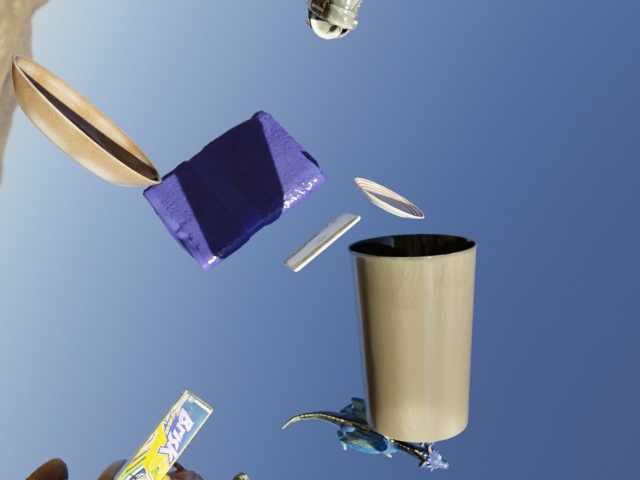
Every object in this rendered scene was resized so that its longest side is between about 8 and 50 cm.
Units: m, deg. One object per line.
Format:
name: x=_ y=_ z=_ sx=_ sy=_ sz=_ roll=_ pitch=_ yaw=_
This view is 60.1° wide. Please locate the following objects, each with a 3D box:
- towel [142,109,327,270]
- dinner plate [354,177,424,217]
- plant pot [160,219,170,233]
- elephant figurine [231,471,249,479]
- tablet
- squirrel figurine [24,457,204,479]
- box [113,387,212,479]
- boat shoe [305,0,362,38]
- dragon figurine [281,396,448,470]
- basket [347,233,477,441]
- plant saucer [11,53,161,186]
towel: x=-0.169 y=-0.102 z=1.103 sx=0.308 sy=0.076 sz=0.227 roll=-38 pitch=-111 yaw=-10
dinner plate: x=0.120 y=-0.072 z=0.989 sx=0.017 sy=0.141 sz=0.141 roll=-63 pitch=-145 yaw=19
plant pot: x=-0.336 y=-0.055 z=1.441 sx=0.032 sy=0.236 sz=0.236 roll=-37 pitch=-135 yaw=24
elephant figurine: x=-0.156 y=0.598 z=1.018 sx=0.186 sy=0.169 sz=0.239 roll=-40 pitch=-155 yaw=18
tablet: x=0.000 y=0.000 z=0.554 sx=0.083 sy=0.006 sz=0.054 roll=-40 pitch=-165 yaw=-9
squirrel figurine: x=-0.381 y=0.536 z=0.941 sx=0.371 sy=0.397 sz=0.280 roll=-18 pitch=-90 yaw=17
box: x=-0.241 y=0.313 z=0.850 sx=0.168 sy=0.054 sz=0.059 roll=-53 pitch=-172 yaw=-19
boat shoe: x=0.015 y=-0.455 z=1.070 sx=0.335 sy=0.121 sz=0.119 roll=-100 pitch=-150 yaw=-73
dragon figurine: x=0.081 y=0.331 z=0.977 sx=0.144 sy=0.290 sz=0.085 roll=99 pitch=8 yaw=-67
basket: x=0.116 y=0.115 z=0.685 sx=0.154 sy=0.204 sz=0.226 roll=-1 pitch=-83 yaw=14
plant saucer: x=-0.268 y=-0.124 z=0.625 sx=0.036 sy=0.198 sz=0.198 roll=-46 pitch=-142 yaw=2
